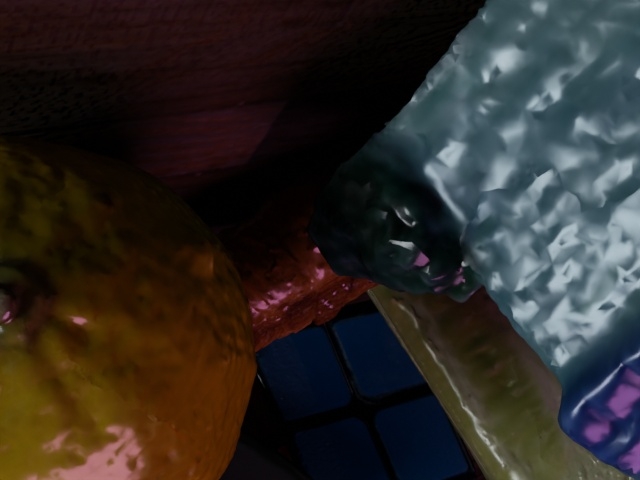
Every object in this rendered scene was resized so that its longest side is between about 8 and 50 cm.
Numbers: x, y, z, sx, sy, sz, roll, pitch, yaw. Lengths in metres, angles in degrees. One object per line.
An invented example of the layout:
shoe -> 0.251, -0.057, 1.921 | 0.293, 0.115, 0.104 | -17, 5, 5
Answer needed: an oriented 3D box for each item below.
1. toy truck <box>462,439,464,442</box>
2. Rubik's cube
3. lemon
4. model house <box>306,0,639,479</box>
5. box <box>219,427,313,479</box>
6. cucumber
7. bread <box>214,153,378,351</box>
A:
toy truck -> 0.183, 0.254, 1.573 | 0.136, 0.074, 0.063 | -14, 159, -24
Rubik's cube -> -0.002, 0.177, 0.993 | 0.167, 0.183, 0.180 | -9, 155, -34
lemon -> -0.124, 0.053, 0.502 | 0.192, 0.192, 0.231 | -21, 168, -6
model house -> 0.229, 0.018, 0.540 | 0.295, 0.329, 0.251 | 6, 125, -53
box -> -0.111, 0.179, 0.889 | 0.042, 0.201, 0.212 | -59, -176, -38
cucumber -> 0.148, 0.117, 0.794 | 0.145, 0.325, 0.105 | -33, 160, 6
bread -> 0.000, 0.000, 0.670 | 0.233, 0.076, 0.105 | -28, 160, -13
